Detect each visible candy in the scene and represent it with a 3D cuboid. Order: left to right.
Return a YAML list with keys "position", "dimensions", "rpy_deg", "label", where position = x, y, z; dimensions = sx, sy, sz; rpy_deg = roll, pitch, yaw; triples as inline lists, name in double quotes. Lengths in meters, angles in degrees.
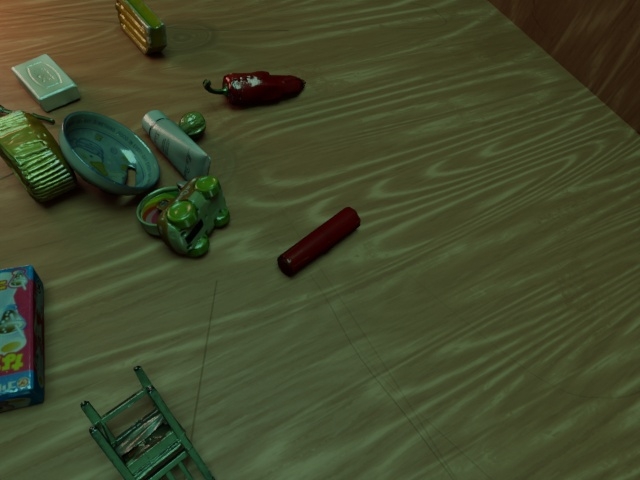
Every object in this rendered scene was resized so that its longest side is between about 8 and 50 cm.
- position: [-0.696, 0.213, 1.022]
  dimensions: [0.157, 0.100, 0.305]
  rpy_deg: [-10, 58, -19]
  label: "candy"

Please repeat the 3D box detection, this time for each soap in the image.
- position: [-0.860, -0.495, 1.482]
  dimensions: [0.121, 0.063, 0.183]
  rpy_deg: [-37, 70, -27]
  label: "soap"
- position: [-0.628, -0.754, 1.654]
  dimensions: [0.073, 0.140, 0.232]
  rpy_deg: [-31, 67, -27]
  label: "soap"

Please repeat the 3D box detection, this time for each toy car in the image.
- position: [-0.382, -0.084, 1.275]
  dimensions: [0.235, 0.145, 0.235]
  rpy_deg: [-3, 48, 4]
  label: "toy car"

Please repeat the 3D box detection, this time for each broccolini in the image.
- position: [-0.915, -0.379, 1.415]
  dimensions: [0.218, 0.044, 0.042]
  rpy_deg: [16, 40, -7]
  label: "broccolini"

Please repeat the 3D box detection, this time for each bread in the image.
- position: [-0.761, -0.225, 1.253]
  dimensions: [0.133, 0.179, 0.250]
  rpy_deg: [-38, 73, -25]
  label: "bread"

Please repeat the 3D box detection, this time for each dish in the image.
- position: [-0.599, -0.209, 1.301]
  dimensions: [0.273, 0.134, 0.273]
  rpy_deg: [37, 28, -23]
  label: "dish"

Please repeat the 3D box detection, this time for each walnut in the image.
- position: [-0.400, -0.358, 1.471]
  dimensions: [0.092, 0.092, 0.092]
  rpy_deg: [5, 56, -8]
  label: "walnut"

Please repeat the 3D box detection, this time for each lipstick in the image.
- position: [-0.001, 0.000, 1.322]
  dimensions: [0.280, 0.073, 0.073]
  rpy_deg: [-36, 70, -30]
  label: "lipstick"

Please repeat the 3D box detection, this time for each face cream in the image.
- position: [-0.417, -0.272, 1.395]
  dimensions: [0.089, 0.143, 0.314]
  rpy_deg: [-23, 57, -43]
  label: "face cream"

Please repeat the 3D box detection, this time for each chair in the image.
- position: [-0.346, 0.413, 0.956]
  dimensions: [0.136, 0.147, 0.270]
  rpy_deg: [-35, 113, -26]
  label: "chair"

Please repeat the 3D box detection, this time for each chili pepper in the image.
- position: [-0.215, -0.525, 1.613]
  dimensions: [0.388, 0.110, 0.110]
  rpy_deg: [-15, 61, -26]
  label: "chili pepper"
